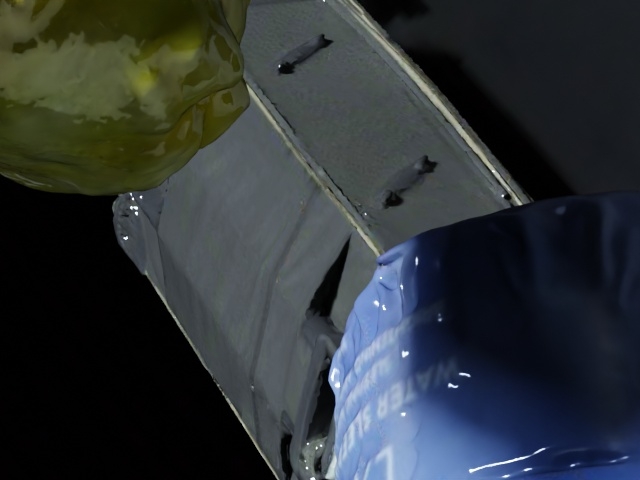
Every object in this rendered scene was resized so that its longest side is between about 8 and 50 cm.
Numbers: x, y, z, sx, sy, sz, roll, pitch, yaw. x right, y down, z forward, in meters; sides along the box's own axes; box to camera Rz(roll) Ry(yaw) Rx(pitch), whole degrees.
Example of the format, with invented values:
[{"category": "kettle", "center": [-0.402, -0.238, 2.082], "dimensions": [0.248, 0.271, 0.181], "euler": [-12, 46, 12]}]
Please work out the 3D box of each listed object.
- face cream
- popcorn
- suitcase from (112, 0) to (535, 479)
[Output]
[{"category": "face cream", "center": [0.128, 0.129, 0.858], "dimensions": [0.249, 0.225, 0.249], "euler": [0, -37, 0]}, {"category": "popcorn", "center": [-0.115, -0.124, 0.620], "dimensions": [0.266, 0.192, 0.233], "euler": [-43, -50, -53]}, {"category": "suitcase", "center": [0.000, 0.000, 1.419], "dimensions": [0.194, 0.434, 0.283], "euler": [-9, -49, -26]}]
